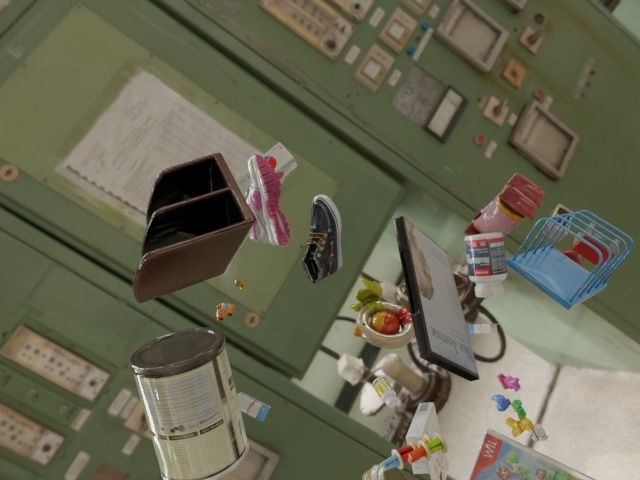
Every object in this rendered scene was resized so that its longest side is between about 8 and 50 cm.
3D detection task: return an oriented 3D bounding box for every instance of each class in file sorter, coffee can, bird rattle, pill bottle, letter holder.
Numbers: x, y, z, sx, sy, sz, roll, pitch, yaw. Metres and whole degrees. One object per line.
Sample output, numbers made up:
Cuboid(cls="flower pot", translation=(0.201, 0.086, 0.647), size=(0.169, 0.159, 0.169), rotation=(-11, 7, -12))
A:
Cuboid(cls="file sorter", translation=(0.417, 0.022, 0.811), size=(0.170, 0.118, 0.104), rotation=(-9, -47, -43))
Cuboid(cls="coffee can", translation=(-0.283, 0.358, 1.085), size=(0.201, 0.202, 0.275), rotation=(-90, -10, -78))
Cuboid(cls="bird rattle", translation=(0.195, 0.227, 1.381), size=(0.207, 0.254, 0.143), rotation=(-54, -16, -48))
Cuboid(cls="pill bottle", translation=(0.259, 0.602, 1.953), size=(0.065, 0.065, 0.116), rotation=(-54, 37, 13))
Cuboid(cls="letter holder", translation=(-0.287, -0.009, 0.966), size=(0.215, 0.151, 0.302), rotation=(-23, -12, -28))
Cuboid(cls="pill bottle", translation=(0.481, 0.070, 1.426), size=(0.108, 0.108, 0.180), rotation=(173, 90, -75))

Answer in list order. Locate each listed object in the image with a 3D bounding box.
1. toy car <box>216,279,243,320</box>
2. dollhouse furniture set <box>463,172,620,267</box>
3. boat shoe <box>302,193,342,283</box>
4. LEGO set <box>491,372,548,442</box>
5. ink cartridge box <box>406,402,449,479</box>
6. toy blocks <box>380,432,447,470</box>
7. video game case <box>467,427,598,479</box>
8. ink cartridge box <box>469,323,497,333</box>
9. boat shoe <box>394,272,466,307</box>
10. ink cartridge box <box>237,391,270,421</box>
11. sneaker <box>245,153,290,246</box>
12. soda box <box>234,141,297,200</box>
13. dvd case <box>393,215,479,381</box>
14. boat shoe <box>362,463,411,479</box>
Cuboid(cls="toy car", translation=(-0.264, 0.164, 1.389), size=(0.060, 0.040, 0.122), rotation=(-15, 44, 31))
Cuboid(cls="dollhouse furniture set", translation=(0.664, -0.009, 1.498), size=(0.152, 0.374, 0.201), rotation=(-46, -11, -38))
Cuboid(cls="boat shoe", translation=(0.000, 0.000, 1.037), size=(0.065, 0.183, 0.083), rotation=(9, 30, 36))
Cuboid(cls="LEGO set", translation=(0.600, 0.518, 1.475), size=(0.087, 0.227, 0.093), rotation=(-27, -7, -25))
Cuboid(cls="ink cartridge box", translation=(0.402, 0.787, 1.836), size=(0.066, 0.260, 0.296), rotation=(-13, 1, 22))
Cuboid(cls="toy blocks", translation=(0.234, 0.546, 1.258), size=(0.148, 0.054, 0.123), rotation=(-17, -19, -20))
Cuboid(cls="video game case", translation=(0.451, 0.552, 1.020), size=(0.025, 0.285, 0.203), rotation=(31, -100, -59))
Cuboid(cls="ink cartridge box", translation=(0.494, 0.264, 1.473), size=(0.083, 0.048, 0.028), rotation=(-12, 75, 41))
Cuboid(cls="boat shoe", translation=(0.292, 0.102, 1.212), size=(0.258, 0.095, 0.095), rotation=(-8, -56, -47))
Cuboid(cls="ink cartridge box", translation=(-0.245, 0.587, 1.744), size=(0.088, 0.123, 0.052), rotation=(97, -162, -76))
Cuboid(cls="sneaker", translation=(-0.166, -0.101, 1.311), size=(0.111, 0.252, 0.103), rotation=(-10, 2, 21))
Cuboid(cls="soda box", translation=(-0.178, -0.196, 1.498), size=(0.216, 0.074, 0.069), rotation=(-40, -18, -4))
Cuboid(cls="dvd case", translation=(0.196, 0.097, 0.838), size=(0.022, 0.180, 0.252), rotation=(-26, 51, 29))
Cuboid(cls="boat shoe", translation=(0.254, 0.812, 1.544), size=(0.103, 0.302, 0.113), rotation=(-31, 13, 35))
